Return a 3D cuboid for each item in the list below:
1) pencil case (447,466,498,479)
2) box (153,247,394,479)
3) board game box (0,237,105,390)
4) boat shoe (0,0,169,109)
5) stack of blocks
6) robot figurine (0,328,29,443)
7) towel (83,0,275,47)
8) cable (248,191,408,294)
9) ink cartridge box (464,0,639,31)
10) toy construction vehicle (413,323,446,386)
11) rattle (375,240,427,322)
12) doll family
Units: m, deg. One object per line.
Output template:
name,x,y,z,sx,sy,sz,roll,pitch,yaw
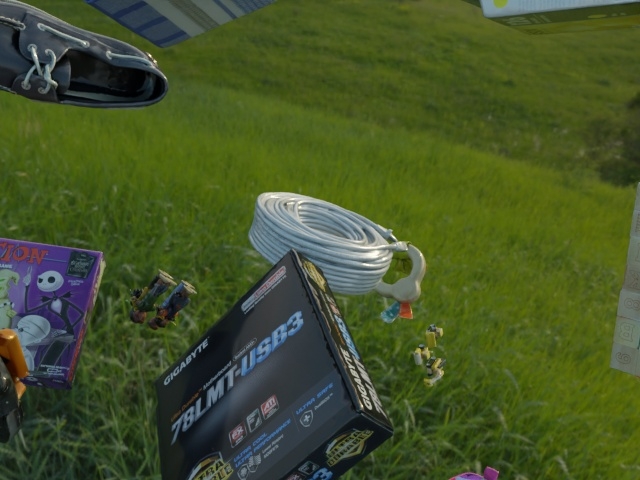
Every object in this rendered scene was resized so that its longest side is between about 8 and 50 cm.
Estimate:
pencil case,0.251,0.490,1.102,0.104,0.236,0.104,-5,12,1
box,-0.081,0.200,0.857,0.073,0.295,0.293,37,17,-36
board game box,-0.505,0.089,0.981,0.347,0.056,0.208,7,54,-5
boat shoe,-0.221,-0.149,0.571,0.206,0.075,0.065,3,19,-42
stack of blocks,0.563,0.063,1.091,0.171,0.297,0.087,-1,10,-36
robot figurine,-0.329,0.042,0.538,0.211,0.291,0.085,9,40,23
towel,-0.155,-0.357,0.951,0.285,0.209,0.034,-18,80,17
cable,0.000,0.000,1.215,0.257,0.089,0.257,30,21,20
ink cartridge box,0.381,-0.385,1.144,0.307,0.072,0.303,2,11,29
toy construction vehicle,0.211,0.215,1.292,0.035,0.086,0.098,-1,21,32
rattle,0.180,0.112,1.456,0.130,0.143,0.199,-16,51,3
doll family,-0.295,0.118,1.268,0.076,0.193,0.111,34,87,27
